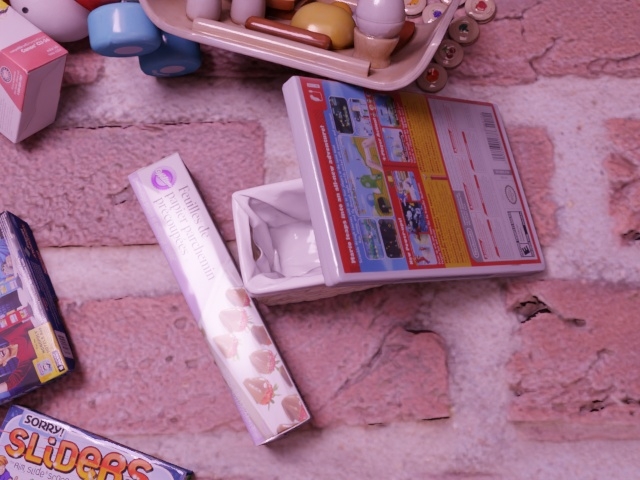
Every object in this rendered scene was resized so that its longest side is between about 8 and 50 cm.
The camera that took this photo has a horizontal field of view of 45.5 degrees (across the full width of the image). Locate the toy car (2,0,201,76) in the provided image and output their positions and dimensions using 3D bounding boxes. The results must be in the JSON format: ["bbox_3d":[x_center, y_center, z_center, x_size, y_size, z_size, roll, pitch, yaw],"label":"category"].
[{"bbox_3d":[-0.280,-0.292,0.857,0.238,0.210,0.219,-9,90,14],"label":"toy car"}]

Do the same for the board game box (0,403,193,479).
[{"bbox_3d":[-0.250,0.266,0.782,0.201,0.035,0.136,18,77,7],"label":"board game box"}]

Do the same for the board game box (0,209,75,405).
[{"bbox_3d":[-0.383,0.097,0.821,0.194,0.060,0.194,-25,75,-3],"label":"board game box"}]

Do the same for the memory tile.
[{"bbox_3d":[0.131,-0.256,0.917,0.113,0.012,0.148,33,79,11],"label":"memory tile"}]

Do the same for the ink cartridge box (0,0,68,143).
[{"bbox_3d":[-0.388,-0.218,0.859,0.198,0.115,0.067,38,45,4],"label":"ink cartridge box"}]

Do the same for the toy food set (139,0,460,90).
[{"bbox_3d":[-0.009,-0.264,0.807,0.306,0.092,0.219,17,34,7],"label":"toy food set"}]

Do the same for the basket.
[{"bbox_3d":[0.000,0.000,0.807,0.167,0.103,0.113,-10,75,-1],"label":"basket"}]

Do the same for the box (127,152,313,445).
[{"bbox_3d":[-0.107,0.061,0.816,0.063,0.067,0.324,-27,76,-5],"label":"box"}]

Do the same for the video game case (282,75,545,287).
[{"bbox_3d":[0.104,-0.058,0.774,0.285,0.025,0.204,-1,71,-36],"label":"video game case"}]
